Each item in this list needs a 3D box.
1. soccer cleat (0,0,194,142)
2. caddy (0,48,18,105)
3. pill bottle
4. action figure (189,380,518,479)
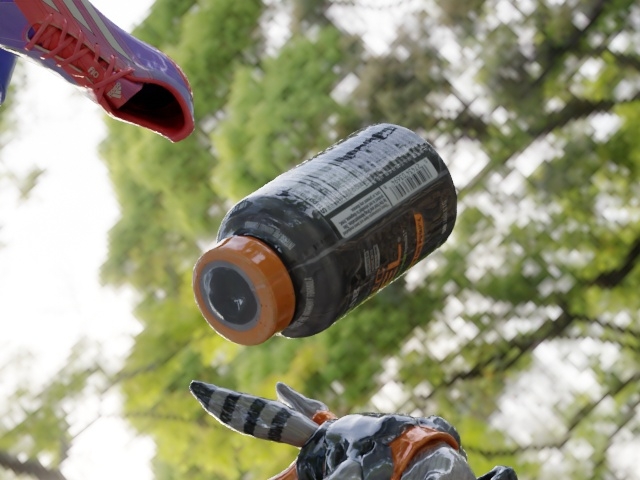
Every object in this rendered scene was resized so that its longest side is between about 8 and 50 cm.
[{"bbox_3d":[-0.214,-0.168,1.619,0.248,0.095,0.083,28,-68,-38],"label":"soccer cleat"},{"bbox_3d":[-0.414,-0.260,1.674,0.341,0.241,0.179,45,-131,-57],"label":"caddy"},{"bbox_3d":[0.000,0.000,1.491,0.245,0.130,0.130,-33,-24,-45],"label":"pill bottle"},{"bbox_3d":[-0.005,0.227,1.581,0.341,0.330,0.179,-30,-70,-42],"label":"action figure"}]
